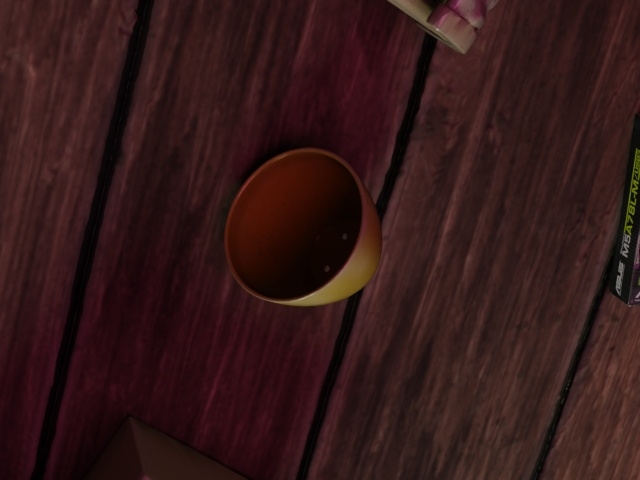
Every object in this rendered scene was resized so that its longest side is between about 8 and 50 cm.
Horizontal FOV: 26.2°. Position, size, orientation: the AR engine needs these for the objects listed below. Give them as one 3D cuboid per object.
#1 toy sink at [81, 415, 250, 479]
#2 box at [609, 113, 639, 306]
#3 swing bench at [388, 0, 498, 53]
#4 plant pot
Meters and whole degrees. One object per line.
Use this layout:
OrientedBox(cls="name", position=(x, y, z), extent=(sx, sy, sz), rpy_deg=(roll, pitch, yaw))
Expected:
OrientedBox(cls="toy sink", position=(-0.112, 0.290, 1.235), extent=(0.234, 0.131, 0.153), rpy_deg=(32, 99, -22))
OrientedBox(cls="box", position=(0.380, -0.032, 1.319), extent=(0.191, 0.045, 0.184), rpy_deg=(-4, 110, -18))
OrientedBox(cls="swing bench", position=(0.098, -0.304, 1.043), extent=(0.255, 0.165, 0.253), rpy_deg=(30, 99, -27))
OrientedBox(cls="plant pot", position=(0.000, 0.000, 1.167), extent=(0.134, 0.134, 0.095), rpy_deg=(-50, 145, 6))
